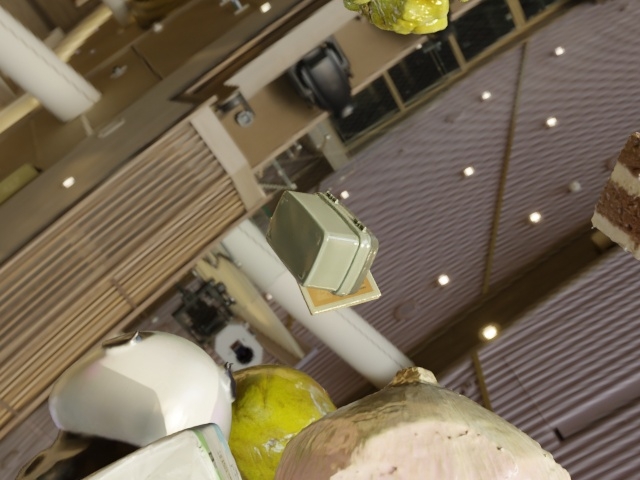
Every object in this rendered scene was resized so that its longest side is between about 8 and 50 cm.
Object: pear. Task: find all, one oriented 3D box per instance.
[{"bbox_3d":[-0.099,0.378,1.559,0.321,0.269,0.269,17,-129,21],"label":"pear"}]

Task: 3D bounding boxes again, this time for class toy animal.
[{"bbox_3d":[-0.243,0.270,0.987,0.251,0.251,0.309,10,-104,54],"label":"toy animal"}]

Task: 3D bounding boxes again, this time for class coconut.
[{"bbox_3d":[0.122,0.346,0.953,0.405,0.404,0.404,-26,-152,15],"label":"coconut"}]

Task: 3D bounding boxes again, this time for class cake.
[{"bbox_3d":[0.450,-0.048,0.990,0.135,0.135,0.147,52,-49,41],"label":"cake"}]

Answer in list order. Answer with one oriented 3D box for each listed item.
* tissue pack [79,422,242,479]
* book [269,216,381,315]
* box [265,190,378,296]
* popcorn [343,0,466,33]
[{"bbox_3d":[-0.148,0.268,0.708,0.159,0.145,0.229,-27,171,-8],"label":"tissue pack"},{"bbox_3d":[0.009,0.036,1.637,0.170,0.241,0.018,-12,154,-25],"label":"book"},{"bbox_3d":[0.000,0.000,1.429,0.210,0.129,0.147,49,-59,48],"label":"box"},{"bbox_3d":[0.092,-0.402,0.933,0.282,0.281,0.247,-11,180,38],"label":"popcorn"}]
